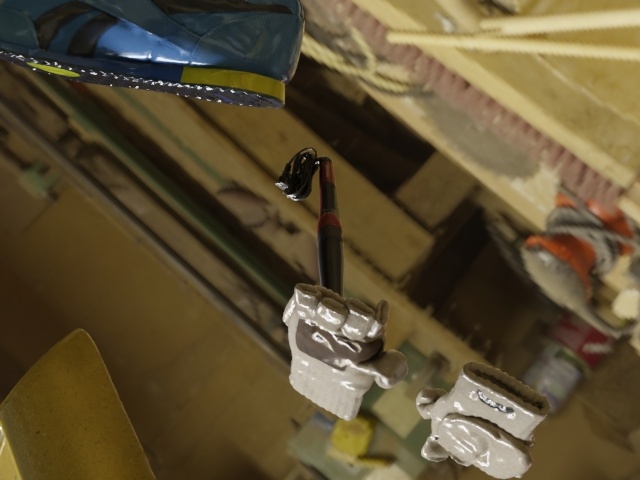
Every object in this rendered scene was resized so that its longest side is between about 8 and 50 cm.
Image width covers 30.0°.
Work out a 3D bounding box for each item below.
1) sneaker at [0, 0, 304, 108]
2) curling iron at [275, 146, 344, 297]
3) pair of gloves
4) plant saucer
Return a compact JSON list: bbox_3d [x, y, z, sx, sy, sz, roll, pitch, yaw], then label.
[{"bbox_3d":[-0.109,-0.128,0.683,0.209,0.082,0.069,9,-179,14],"label":"sneaker"},{"bbox_3d":[0.000,0.000,1.308,0.035,0.068,0.274,42,-155,-41],"label":"curling iron"},{"bbox_3d":[0.075,0.119,1.008,0.240,0.042,0.204,25,151,16],"label":"pair of gloves"},{"bbox_3d":[-0.222,0.295,0.962,0.081,0.333,0.333,3,-144,-34],"label":"plant saucer"}]
